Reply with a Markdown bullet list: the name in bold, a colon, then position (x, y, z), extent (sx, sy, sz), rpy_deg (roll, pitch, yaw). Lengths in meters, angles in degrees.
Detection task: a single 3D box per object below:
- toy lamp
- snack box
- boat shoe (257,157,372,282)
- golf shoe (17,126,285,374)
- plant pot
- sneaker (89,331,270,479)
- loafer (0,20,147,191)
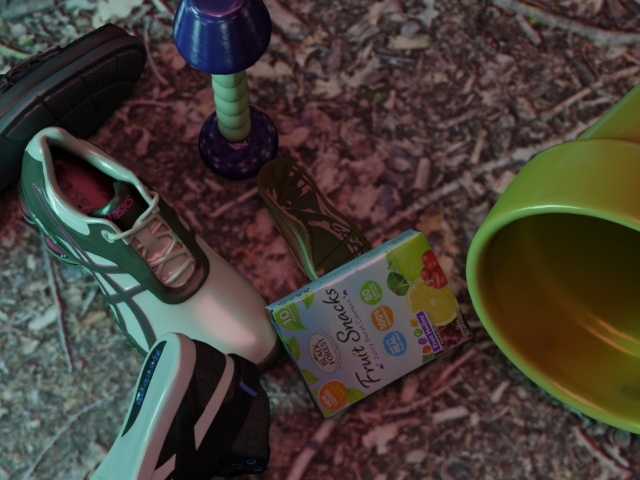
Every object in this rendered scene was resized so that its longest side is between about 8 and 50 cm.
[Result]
- **toy lamp**: position (-0.073, -0.133, 1.563), extent (0.080, 0.274, 0.080), rpy_deg (-1, 68, 3)
- **snack box**: position (0.040, 0.066, 1.582), extent (0.141, 0.037, 0.100), rpy_deg (-28, 100, -9)
- **boat shoe**: position (-0.002, 0.001, 1.636), extent (0.056, 0.048, 0.153), rpy_deg (-36, 77, -17)
- **golf shoe**: position (-0.144, 0.015, 1.586), extent (0.273, 0.120, 0.105), rpy_deg (39, 73, 9)
- **plant pot**: position (0.277, -0.013, 1.530), extent (0.254, 0.254, 0.239), rpy_deg (27, 56, 13)
- **sneaker**: position (-0.108, 0.190, 1.541), extent (0.121, 0.079, 0.217), rpy_deg (22, 96, -28)
- **loafer**: position (-0.285, -0.092, 1.650), extent (0.302, 0.109, 0.095), rpy_deg (-43, 68, -11)
